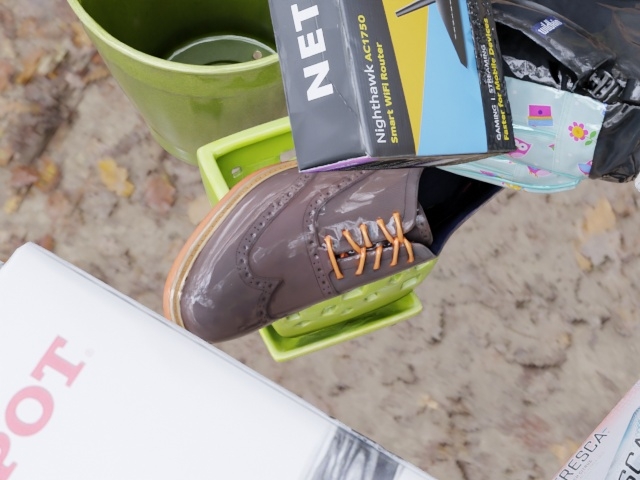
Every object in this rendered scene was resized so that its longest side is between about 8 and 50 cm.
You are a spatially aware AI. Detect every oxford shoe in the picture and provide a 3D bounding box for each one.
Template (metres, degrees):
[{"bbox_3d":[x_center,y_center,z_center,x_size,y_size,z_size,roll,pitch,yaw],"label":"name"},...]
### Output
[{"bbox_3d":[0.017,-0.011,0.794,0.271,0.097,0.098,-35,31,-25],"label":"oxford shoe"}]

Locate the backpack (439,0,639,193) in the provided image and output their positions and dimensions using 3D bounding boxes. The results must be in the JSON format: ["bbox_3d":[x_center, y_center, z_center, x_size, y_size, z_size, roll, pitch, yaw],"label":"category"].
[{"bbox_3d":[0.111,-0.100,0.704,0.182,0.115,0.152,13,35,14],"label":"backpack"}]

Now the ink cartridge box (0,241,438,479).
[{"bbox_3d":[-0.037,0.230,0.491,0.395,0.166,0.285,31,68,2],"label":"ink cartridge box"}]

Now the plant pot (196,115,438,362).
[{"bbox_3d":[0.000,0.000,1.393,0.227,0.207,0.228,-18,52,-15],"label":"plant pot"}]

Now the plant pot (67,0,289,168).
[{"bbox_3d":[-0.133,-0.273,1.532,0.366,0.353,0.366,1,64,-2],"label":"plant pot"}]

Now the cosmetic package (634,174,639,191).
[{"bbox_3d":[0.537,-0.171,1.665,0.153,0.129,0.296,-26,35,37],"label":"cosmetic package"}]

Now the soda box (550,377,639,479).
[{"bbox_3d":[0.249,0.202,0.994,0.183,0.058,0.063,-47,26,-9],"label":"soda box"}]

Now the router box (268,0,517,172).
[{"bbox_3d":[0.031,-0.124,0.576,0.046,0.133,0.179,-12,87,39],"label":"router box"}]
